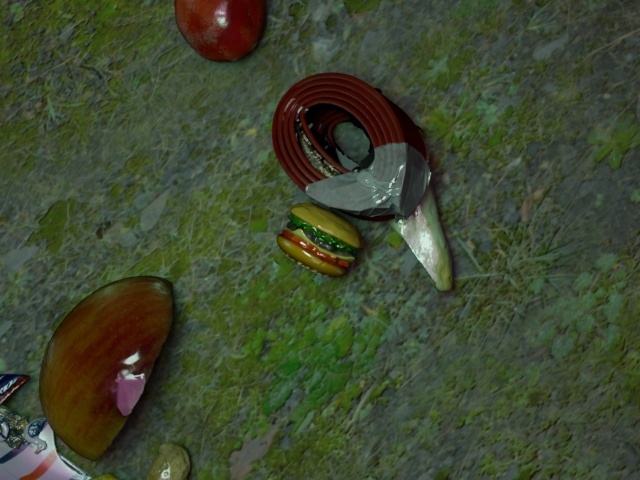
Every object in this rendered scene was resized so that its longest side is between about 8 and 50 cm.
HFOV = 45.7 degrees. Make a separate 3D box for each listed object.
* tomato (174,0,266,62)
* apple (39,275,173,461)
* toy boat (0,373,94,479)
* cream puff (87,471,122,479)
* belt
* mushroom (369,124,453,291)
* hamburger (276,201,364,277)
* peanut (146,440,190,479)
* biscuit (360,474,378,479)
[{"bbox_3d":[-0.196,-0.433,1.458,0.187,0.151,0.186,0,88,7],"label":"tomato"},{"bbox_3d":[-0.385,0.219,1.386,0.254,0.179,0.345,25,85,24],"label":"apple"},{"bbox_3d":[-0.581,0.408,1.442,0.219,0.072,0.318,-32,92,-3],"label":"toy boat"},{"bbox_3d":[-0.399,0.500,1.370,0.146,0.116,0.146,4,107,13],"label":"cream puff"},{"bbox_3d":[0.059,-0.166,1.371,0.324,0.115,0.227,43,104,29],"label":"belt"},{"bbox_3d":[0.170,-0.062,1.426,0.107,0.087,0.332,-12,85,1],"label":"mushroom"},{"bbox_3d":[0.000,0.000,1.396,0.162,0.162,0.115,28,93,6],"label":"hamburger"},{"bbox_3d":[-0.275,0.468,1.397,0.089,0.089,0.192,-3,83,3],"label":"peanut"},{"bbox_3d":[0.150,0.518,1.376,0.219,0.055,0.061,43,98,7],"label":"biscuit"}]
